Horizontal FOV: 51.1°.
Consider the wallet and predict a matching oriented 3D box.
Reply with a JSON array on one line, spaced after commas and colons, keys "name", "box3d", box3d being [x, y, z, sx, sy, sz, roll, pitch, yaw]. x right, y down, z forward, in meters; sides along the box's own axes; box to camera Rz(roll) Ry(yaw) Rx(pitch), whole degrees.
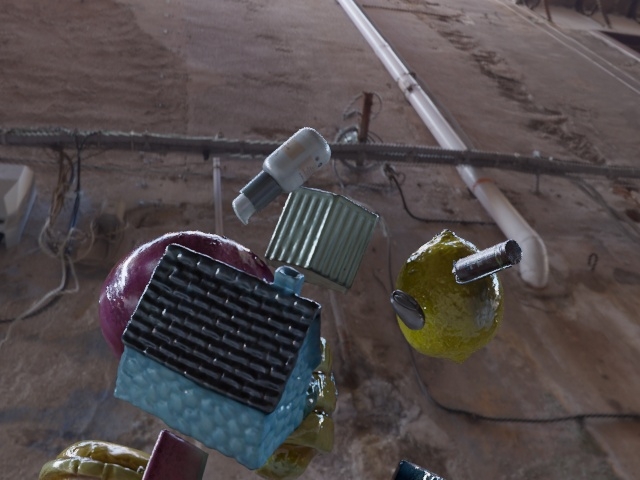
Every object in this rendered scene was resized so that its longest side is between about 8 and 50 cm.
[{"name": "wallet", "box3d": [-0.299, 0.491, 1.334, 0.119, 0.232, 0.025, 37, -63, -16]}]

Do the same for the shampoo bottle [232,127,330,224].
[{"name": "shampoo bottle", "box3d": [-0.071, -0.109, 1.129, 0.192, 0.074, 0.074, -41, -56, -9]}]

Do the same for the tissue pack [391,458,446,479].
[{"name": "tissue pack", "box3d": [0.214, 0.668, 1.275, 0.264, 0.253, 0.417, 32, -107, -21]}]

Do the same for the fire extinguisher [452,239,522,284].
[{"name": "fire extinguisher", "box3d": [0.283, 0.042, 1.175, 0.043, 0.064, 0.158, 25, -28, -21]}]

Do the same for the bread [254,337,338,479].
[{"name": "bread", "box3d": [-0.062, 0.384, 1.560, 0.210, 0.341, 0.300, 5, -35, -14]}]

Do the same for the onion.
[{"name": "onion", "box3d": [-0.266, 0.158, 1.318, 0.358, 0.345, 0.358, 13, -51, 16]}]

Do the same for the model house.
[{"name": "model house", "box3d": [-0.124, 0.116, 0.912, 0.261, 0.226, 0.241, 21, -68, 17]}]

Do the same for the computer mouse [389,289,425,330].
[{"name": "computer mouse", "box3d": [0.185, 0.143, 1.392, 0.039, 0.066, 0.096, -32, -79, 24]}]

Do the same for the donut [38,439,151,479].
[{"name": "donut", "box3d": [-0.476, 0.648, 1.646, 0.448, 0.198, 0.449, 10, -38, 8]}]

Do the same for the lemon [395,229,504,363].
[{"name": "lemon", "box3d": [0.292, 0.129, 1.545, 0.253, 0.253, 0.310, -3, -94, -9]}]

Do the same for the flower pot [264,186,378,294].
[{"name": "flower pot", "box3d": [0.000, 0.000, 1.543, 0.209, 0.239, 0.190, 39, -110, -58]}]
